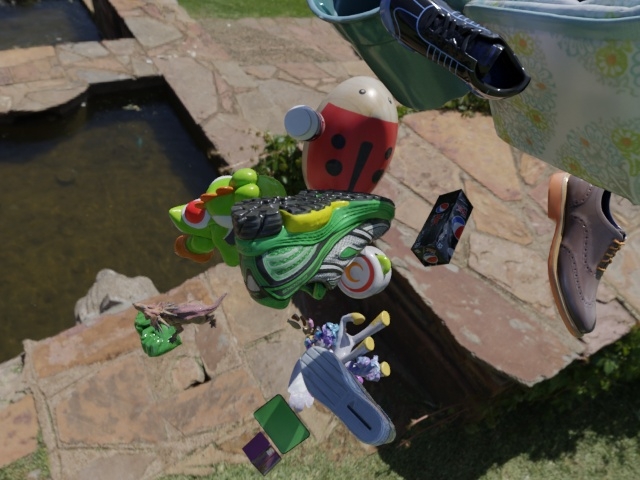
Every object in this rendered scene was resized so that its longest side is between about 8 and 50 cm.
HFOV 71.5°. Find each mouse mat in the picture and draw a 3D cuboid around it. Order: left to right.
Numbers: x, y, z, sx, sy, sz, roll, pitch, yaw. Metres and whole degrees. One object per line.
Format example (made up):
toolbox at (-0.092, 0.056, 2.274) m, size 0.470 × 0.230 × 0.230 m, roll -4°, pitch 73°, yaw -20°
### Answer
mouse mat at (-0.144, 0.671, 1.625) m, size 0.189 × 0.152 × 0.007 m, roll 51°, pitch 18°, yaw 6°

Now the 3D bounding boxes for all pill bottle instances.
pill bottle at (-0.042, -0.294, 1.123) m, size 0.086 × 0.086 × 0.152 m, roll 19°, pitch 14°, yaw 7°

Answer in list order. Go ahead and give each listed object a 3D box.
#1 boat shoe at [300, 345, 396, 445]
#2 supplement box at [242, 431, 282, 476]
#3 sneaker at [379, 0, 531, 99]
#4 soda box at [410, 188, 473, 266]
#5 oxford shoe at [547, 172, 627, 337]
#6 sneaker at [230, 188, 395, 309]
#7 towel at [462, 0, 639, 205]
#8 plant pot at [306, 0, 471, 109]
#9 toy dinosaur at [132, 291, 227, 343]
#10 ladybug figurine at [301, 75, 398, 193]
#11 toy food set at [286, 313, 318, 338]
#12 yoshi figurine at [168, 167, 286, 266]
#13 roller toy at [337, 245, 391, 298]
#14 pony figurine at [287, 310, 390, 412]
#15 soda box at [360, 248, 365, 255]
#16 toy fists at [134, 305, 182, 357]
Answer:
boat shoe at (0.057, 0.376, 1.069) m, size 0.109 × 0.094 × 0.302 m, roll -46°, pitch 47°, yaw -2°
supplement box at (-0.127, 0.467, 0.970) m, size 0.055 × 0.083 × 0.043 m, roll -37°, pitch 44°, yaw -21°
sneaker at (0.190, -0.276, 0.613) m, size 0.232 × 0.081 × 0.090 m, roll 28°, pitch 11°, yaw -15°
soda box at (0.244, -0.026, 0.880) m, size 0.053 × 0.060 × 0.169 m, roll 49°, pitch 54°, yaw -21°
oxford shoe at (0.571, 0.026, 0.947) m, size 0.130 × 0.133 × 0.363 m, roll 3°, pitch 84°, yaw -46°
sneaker at (0.000, 0.000, 0.668) m, size 0.134 × 0.146 × 0.343 m, roll 12°, pitch 17°, yaw 35°
towel at (0.406, -0.257, 0.742) m, size 0.090 × 0.320 × 0.374 m, roll -36°, pitch 37°, yaw 1°
plant pot at (0.199, -0.476, 0.937) m, size 0.341 × 0.334 × 0.341 m, roll -15°, pitch 59°, yaw 27°
toy dinosaur at (-0.455, 0.245, 1.499) m, size 0.296 × 0.200 × 0.127 m, roll -16°, pitch 68°, yaw -9°
ladybug figurine at (0.104, -0.282, 1.413) m, size 0.305 × 0.449 × 0.162 m, roll 5°, pitch 28°, yaw -21°
toy food set at (-0.063, 0.312, 1.666) m, size 0.122 × 0.078 × 0.019 m, roll 34°, pitch 35°, yaw 9°
yoshi figurine at (-0.209, -0.061, 1.076) m, size 0.203 × 0.362 × 0.203 m, roll 52°, pitch 50°, yaw -11°
roller toy at (0.161, 0.116, 1.681) m, size 0.209 × 0.191 × 0.146 m, roll 25°, pitch 14°, yaw 26°
pony figurine at (0.072, 0.429, 1.564) m, size 0.303 × 0.363 × 0.351 m, roll 30°, pitch 49°, yaw -32°
soda box at (-0.012, 0.019, 1.370) m, size 0.286 × 0.098 × 0.091 m, roll -8°, pitch 80°, yaw 16°
toy fists at (-0.666, 0.358, 1.789) m, size 0.142 × 0.096 × 0.279 m, roll -30°, pitch 42°, yaw -17°
